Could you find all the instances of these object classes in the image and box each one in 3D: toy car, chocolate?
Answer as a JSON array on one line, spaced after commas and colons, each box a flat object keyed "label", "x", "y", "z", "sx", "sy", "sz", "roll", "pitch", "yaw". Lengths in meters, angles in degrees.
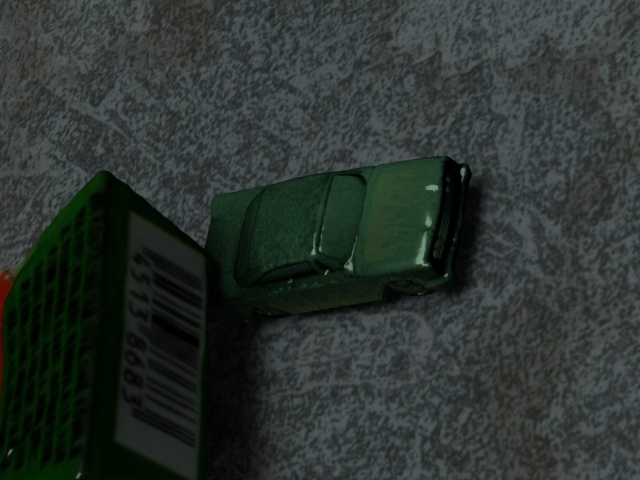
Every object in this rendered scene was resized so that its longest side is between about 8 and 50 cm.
[{"label": "toy car", "x": 0.000, "y": 0.000, "z": 1.963, "sx": 0.320, "sy": 0.097, "sz": 0.141, "roll": -10, "pitch": 58, "yaw": 39}, {"label": "chocolate", "x": -0.252, "y": 0.173, "z": 1.979, "sx": 0.341, "sy": 0.161, "sz": 0.360, "roll": -41, "pitch": 37, "yaw": 39}]
